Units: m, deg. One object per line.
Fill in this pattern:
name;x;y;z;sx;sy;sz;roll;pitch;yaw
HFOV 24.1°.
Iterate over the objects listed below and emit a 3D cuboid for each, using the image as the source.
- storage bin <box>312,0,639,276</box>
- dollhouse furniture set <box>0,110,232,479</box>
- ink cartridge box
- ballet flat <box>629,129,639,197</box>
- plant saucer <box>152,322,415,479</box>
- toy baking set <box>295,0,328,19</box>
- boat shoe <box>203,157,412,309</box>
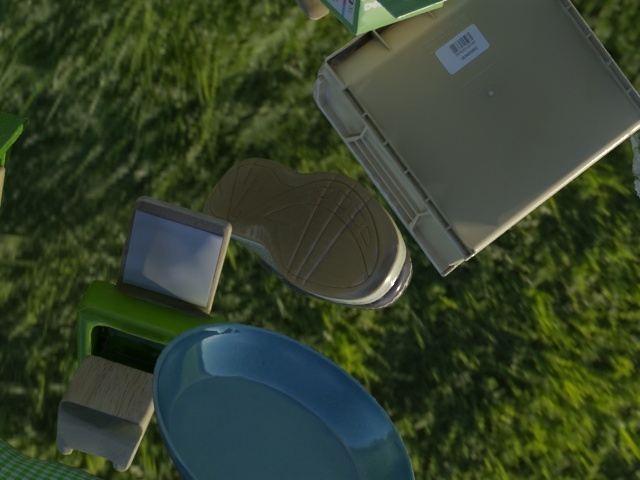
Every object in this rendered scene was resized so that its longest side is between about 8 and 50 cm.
storage bin;0.167;-0.147;1.606;0.262;0.123;0.260;-37;91;-9
dollhouse furniture set;-0.165;0.078;0.813;0.197;0.301;0.151;18;121;1
ink cartridge box;0.055;-0.267;1.496;0.109;0.209;0.062;-22;140;-26
ballet flat;0.281;-0.052;1.060;0.091;0.241;0.077;-29;100;-12
plant saucer;-0.018;0.083;0.604;0.119;0.119;0.021;24;122;-16
toy baking set;-0.013;-0.375;1.678;0.197;0.256;0.030;32;145;-16
boat shoe;0.000;0.000;1.307;0.092;0.285;0.103;37;81;-35
